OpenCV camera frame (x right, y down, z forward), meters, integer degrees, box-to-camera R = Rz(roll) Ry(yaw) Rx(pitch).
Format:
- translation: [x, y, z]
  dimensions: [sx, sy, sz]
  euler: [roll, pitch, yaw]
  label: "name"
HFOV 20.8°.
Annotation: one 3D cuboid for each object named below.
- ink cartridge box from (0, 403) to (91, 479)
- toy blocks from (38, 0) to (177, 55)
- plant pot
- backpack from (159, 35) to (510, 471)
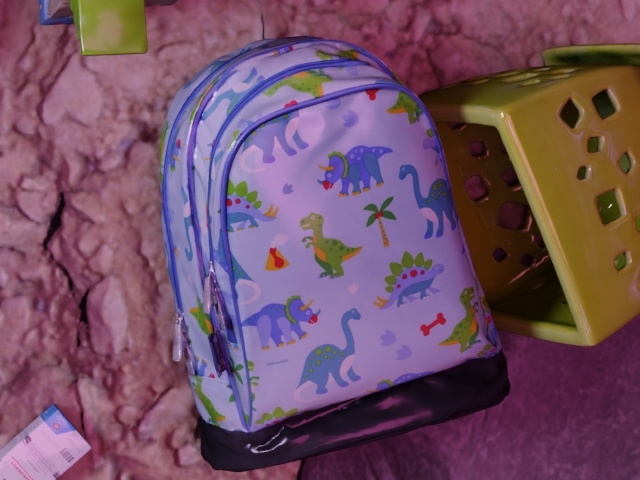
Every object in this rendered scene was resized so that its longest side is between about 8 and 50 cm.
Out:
- translation: [-0.249, 0.190, 1.526]
  dimensions: [0.083, 0.028, 0.048]
  euler: [-41, 107, -9]
  label: "ink cartridge box"
- translation: [-0.175, -0.327, 1.371]
  dimensions: [0.190, 0.261, 0.381]
  euler: [-5, 92, -15]
  label: "toy blocks"
- translation: [0.224, -0.058, 1.547]
  dimensions: [0.207, 0.228, 0.227]
  euler: [-27, 104, -19]
  label: "plant pot"
- translation: [0.000, 0.000, 1.484]
  dimensions: [0.290, 0.273, 0.355]
  euler: [-13, 89, -9]
  label: "backpack"
